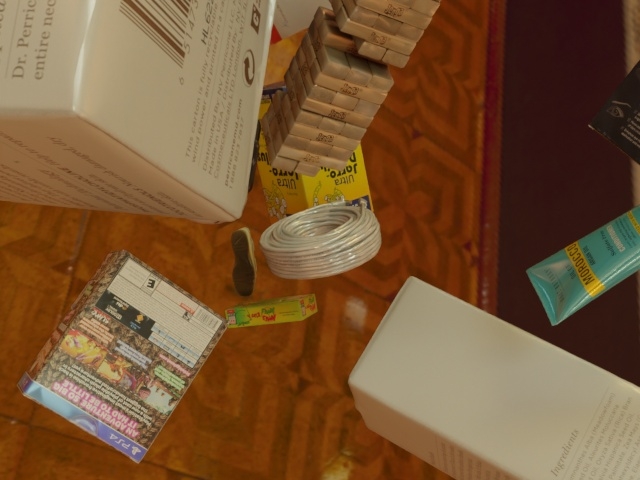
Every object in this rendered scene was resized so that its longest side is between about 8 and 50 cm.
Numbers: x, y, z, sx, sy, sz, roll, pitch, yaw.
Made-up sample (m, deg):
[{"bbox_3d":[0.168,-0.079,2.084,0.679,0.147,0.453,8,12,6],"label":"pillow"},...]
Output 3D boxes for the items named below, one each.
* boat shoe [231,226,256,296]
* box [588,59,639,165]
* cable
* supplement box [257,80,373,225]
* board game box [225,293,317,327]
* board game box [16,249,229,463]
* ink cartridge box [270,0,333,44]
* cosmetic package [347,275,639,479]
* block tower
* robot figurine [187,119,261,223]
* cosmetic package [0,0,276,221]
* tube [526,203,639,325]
[{"bbox_3d":[-0.168,0.048,1.950,0.048,0.056,0.153,-34,118,-71],"label":"boat shoe"},{"bbox_3d":[0.501,-0.179,1.253,0.093,0.158,0.156,24,22,-31],"label":"box"},{"bbox_3d":[0.000,0.000,1.835,0.257,0.257,0.089,-113,-170,-70],"label":"cable"},{"bbox_3d":[-0.031,-0.215,2.131,0.195,0.194,0.356,-21,106,-32],"label":"supplement box"},{"bbox_3d":[-0.109,0.156,1.931,0.092,0.181,0.043,-20,101,-68],"label":"board game box"},{"bbox_3d":[-0.347,0.198,1.536,0.232,0.141,0.291,37,75,-17],"label":"board game box"},{"bbox_3d":[-0.072,-0.358,1.154,0.232,0.066,0.189,-31,108,-3],"label":"ink cartridge box"},{"bbox_3d":[0.273,0.242,1.048,0.161,0.453,0.230,-57,159,-18],"label":"cosmetic package"},{"bbox_3d":[0.043,-0.226,0.963,0.091,0.335,0.097,12,40,-26],"label":"block tower"},{"bbox_3d":[-0.210,-0.170,1.727,0.174,0.209,0.278,10,95,-4],"label":"robot figurine"},{"bbox_3d":[-0.283,-0.222,0.819,0.327,0.394,0.329,36,62,-70],"label":"cosmetic package"},{"bbox_3d":[0.312,0.005,0.896,0.052,0.207,0.080,39,26,-34],"label":"tube"}]
